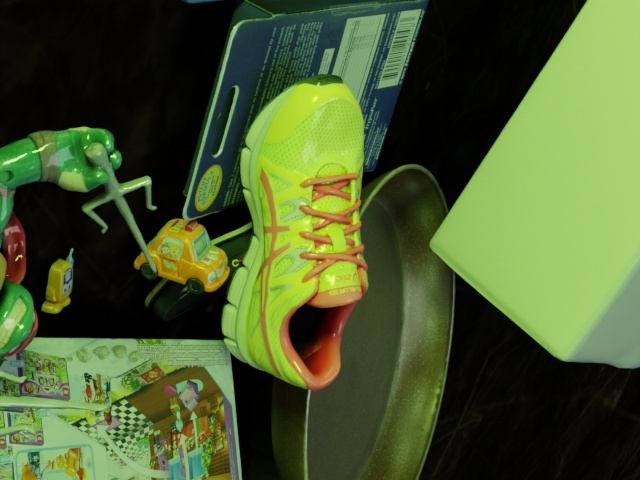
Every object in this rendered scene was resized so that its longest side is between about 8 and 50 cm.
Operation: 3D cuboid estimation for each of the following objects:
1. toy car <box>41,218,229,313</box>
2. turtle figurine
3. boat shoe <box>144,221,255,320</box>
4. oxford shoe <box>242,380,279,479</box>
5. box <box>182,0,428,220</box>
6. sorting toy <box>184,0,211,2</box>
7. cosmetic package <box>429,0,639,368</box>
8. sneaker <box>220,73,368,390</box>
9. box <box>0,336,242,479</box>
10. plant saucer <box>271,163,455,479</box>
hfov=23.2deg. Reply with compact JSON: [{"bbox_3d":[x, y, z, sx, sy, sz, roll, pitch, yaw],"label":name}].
[{"bbox_3d":[-0.107,0.016,0.944,0.122,0.060,0.040,-26,134,-50],"label":"toy car"},{"bbox_3d":[-0.179,0.009,0.737,0.234,0.118,0.175,45,49,-48],"label":"turtle figurine"},{"bbox_3d":[-0.054,0.017,1.032,0.133,0.042,0.049,-30,165,-21],"label":"boat shoe"},{"bbox_3d":[-0.026,0.200,1.265,0.076,0.076,0.212,-27,137,-58],"label":"oxford shoe"},{"bbox_3d":[-0.016,-0.096,1.021,0.225,0.036,0.136,-19,132,-55],"label":"box"},{"bbox_3d":[-0.001,-0.286,0.844,0.196,0.047,0.347,5,111,-62],"label":"sorting toy"},{"bbox_3d":[0.310,-0.124,1.218,0.230,0.161,0.453,9,118,-54],"label":"cosmetic package"},{"bbox_3d":[0.000,0.000,0.970,0.081,0.094,0.208,-9,119,-32],"label":"sneaker"},{"bbox_3d":[-0.140,0.159,0.920,0.293,0.057,0.200,9,74,-62],"label":"box"},{"bbox_3d":[0.033,0.093,1.204,0.310,0.050,0.310,8,90,-67],"label":"plant saucer"}]
